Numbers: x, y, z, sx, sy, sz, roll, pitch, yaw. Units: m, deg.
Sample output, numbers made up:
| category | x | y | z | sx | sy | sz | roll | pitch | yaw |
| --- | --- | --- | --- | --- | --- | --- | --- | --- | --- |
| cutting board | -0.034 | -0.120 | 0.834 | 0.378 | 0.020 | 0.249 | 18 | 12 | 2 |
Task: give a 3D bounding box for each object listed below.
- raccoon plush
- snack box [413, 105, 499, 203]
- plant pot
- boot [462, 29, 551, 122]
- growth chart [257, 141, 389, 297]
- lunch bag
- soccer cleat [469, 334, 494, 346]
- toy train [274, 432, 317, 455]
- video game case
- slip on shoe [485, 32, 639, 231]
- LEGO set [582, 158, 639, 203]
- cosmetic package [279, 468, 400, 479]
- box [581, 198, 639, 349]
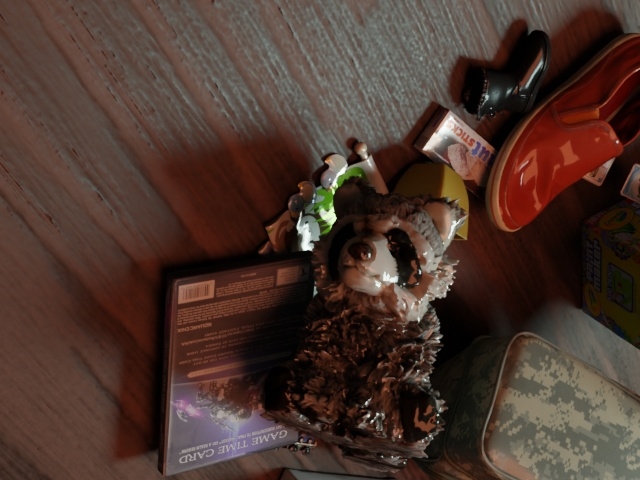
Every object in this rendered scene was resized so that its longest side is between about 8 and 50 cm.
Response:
| category | x | y | z | sx | sy | sz | roll | pitch | yaw |
| --- | --- | --- | --- | --- | --- | --- | --- | --- | --- |
| raccoon plush | 0.055 | 0.109 | 1.551 | 0.216 | 0.446 | 0.299 | 15 | 74 | -1 |
| snack box | 0.195 | -0.106 | 1.614 | 0.178 | 0.022 | 0.064 | 33 | 92 | -42 |
| plant pot | 0.141 | -0.053 | 1.565 | 0.081 | 0.081 | 0.083 | 29 | 68 | -50 |
| boot | 0.237 | -0.211 | 1.571 | 0.099 | 0.045 | 0.121 | -5 | 122 | -34 |
| growth chart | 0.000 | 0.000 | 1.539 | 0.237 | 0.021 | 0.172 | -45 | 131 | -7 |
| lunch bag | 0.282 | 0.282 | 1.699 | 0.305 | 0.256 | 0.212 | 29 | 67 | -19 |
| soccer cleat | 0.272 | 0.200 | 1.821 | 0.076 | 0.068 | 0.196 | -57 | 132 | -34 |
| toy train | -0.066 | 0.258 | 1.635 | 0.158 | 0.027 | 0.036 | 18 | 93 | -40 |
| video game case | -0.103 | 0.152 | 1.517 | 0.196 | 0.026 | 0.274 | -9 | 119 | -31 |
| slip on shoe | 0.345 | -0.139 | 1.624 | 0.331 | 0.101 | 0.123 | -44 | 129 | -5 |
| LEGO set | 0.466 | -0.146 | 1.755 | 0.244 | 0.060 | 0.182 | 22 | 96 | -21 |
| cosmetic package | 0.022 | 0.458 | 1.735 | 0.225 | 0.138 | 0.224 | 14 | 106 | -38 |
| box | 0.583 | 0.044 | 1.800 | 0.290 | 0.279 | 0.177 | -25 | 127 | -22 |
